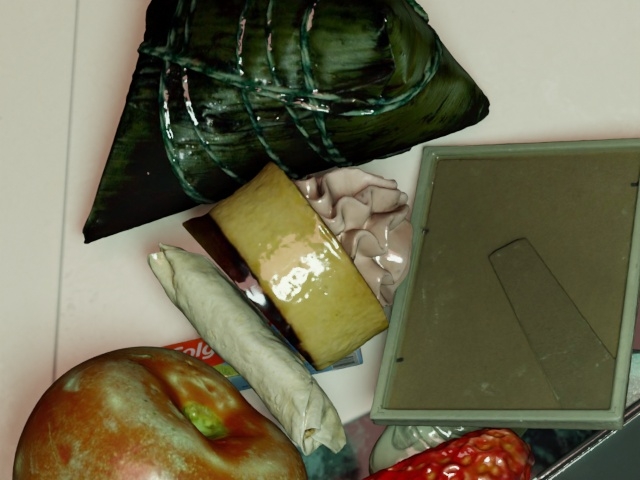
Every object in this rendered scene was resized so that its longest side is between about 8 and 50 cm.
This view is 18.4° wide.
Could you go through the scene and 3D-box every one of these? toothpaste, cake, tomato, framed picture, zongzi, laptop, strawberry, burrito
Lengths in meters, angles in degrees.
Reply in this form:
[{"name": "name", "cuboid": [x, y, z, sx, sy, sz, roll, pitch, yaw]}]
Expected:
[{"name": "toothpaste", "cuboid": [-0.060, 0.103, 1.935, 0.193, 0.044, 0.070, -13, 66, 1]}, {"name": "cake", "cuboid": [0.000, 0.000, 1.833, 0.178, 0.185, 0.207, -45, 111, -1]}, {"name": "tomato", "cuboid": [-0.155, 0.234, 1.796, 0.270, 0.270, 0.222, 38, 105, 13]}, {"name": "framed picture", "cuboid": [0.186, 0.036, 1.857, 0.240, 0.020, 0.324, -2, 54, 19]}, {"name": "zongzi", "cuboid": [-0.070, -0.126, 1.918, 0.383, 0.319, 0.362, 21, 85, 29]}, {"name": "laptop", "cuboid": [0.291, 0.224, 1.855, 0.180, 0.016, 0.129, -35, 113, -4]}, {"name": "strawberry", "cuboid": [0.104, 0.272, 1.789, 0.205, 0.205, 0.244, 42, 89, 13]}, {"name": "burrito", "cuboid": [-0.068, 0.097, 1.859, 0.059, 0.082, 0.275, -49, 56, 9]}]

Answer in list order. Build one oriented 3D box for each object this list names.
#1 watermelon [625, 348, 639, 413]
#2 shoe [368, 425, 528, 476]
[{"name": "watermelon", "cuboid": [0.287, 0.140, 1.859, 0.180, 0.081, 0.094, 26, 79, -30]}, {"name": "shoe", "cuboid": [0.156, 0.145, 1.880, 0.103, 0.098, 0.275, 43, 83, 16]}]
